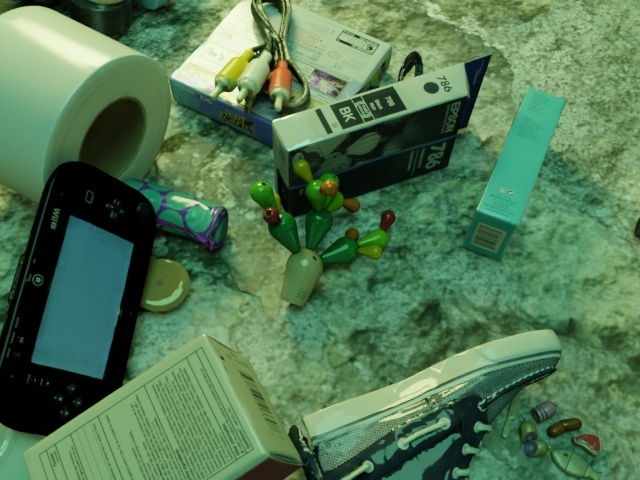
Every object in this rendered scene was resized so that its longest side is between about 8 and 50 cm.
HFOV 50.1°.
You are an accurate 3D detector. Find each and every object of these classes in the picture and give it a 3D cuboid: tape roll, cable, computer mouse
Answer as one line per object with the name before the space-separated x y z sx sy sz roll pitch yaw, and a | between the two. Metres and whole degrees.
tape roll | -0.343 -0.167 0.923 0.169 0.246 0.246 27 62 15
cable | -0.067 -0.294 1.036 0.140 0.072 0.287 12 60 -1
computer mouse | 0.099 -0.229 1.076 0.041 0.071 0.242 -8 31 43

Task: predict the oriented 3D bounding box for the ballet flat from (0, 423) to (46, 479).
ballet flat | -0.455 0.171 0.783 0.400 0.139 0.139 35 64 17

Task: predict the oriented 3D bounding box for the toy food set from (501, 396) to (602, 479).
toy food set | 0.288 0.235 0.831 0.122 0.019 0.078 21 61 11

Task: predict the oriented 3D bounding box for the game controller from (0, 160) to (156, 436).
game controller | -0.286 0.069 0.813 0.067 0.166 0.319 -3 67 25

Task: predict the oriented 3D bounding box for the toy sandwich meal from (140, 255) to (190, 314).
toy sandwich meal | -0.216 0.061 0.916 0.086 0.029 0.085 2 61 -3

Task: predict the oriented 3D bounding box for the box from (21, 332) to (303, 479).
box | -0.161 0.231 0.720 0.232 0.127 0.148 -33 63 1

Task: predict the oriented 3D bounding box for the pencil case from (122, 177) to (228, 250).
pencil case | -0.206 -0.036 0.953 0.152 0.064 0.070 16 44 8

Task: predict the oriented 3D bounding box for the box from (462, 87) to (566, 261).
box | 0.279 -0.098 0.984 0.060 0.100 0.244 22 61 12

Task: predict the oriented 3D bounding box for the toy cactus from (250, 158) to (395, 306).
toy cactus | 0.000 0.000 0.905 0.112 0.219 0.180 16 87 50

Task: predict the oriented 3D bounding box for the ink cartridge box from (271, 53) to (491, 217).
ink cartridge box | 0.096 -0.146 0.970 0.333 0.165 0.065 -21 62 -12

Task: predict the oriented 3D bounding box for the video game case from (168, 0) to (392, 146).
video game case | -0.060 -0.268 1.098 0.270 0.061 0.244 27 61 13

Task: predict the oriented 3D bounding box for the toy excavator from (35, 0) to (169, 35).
toy excavator | -0.266 -0.551 1.193 0.433 0.222 0.445 31 54 14

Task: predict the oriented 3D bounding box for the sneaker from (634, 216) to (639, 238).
sneaker | 0.534 -0.065 0.992 0.082 0.069 0.209 38 65 15

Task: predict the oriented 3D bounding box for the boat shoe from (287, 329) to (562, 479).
boat shoe | 0.145 0.230 0.782 0.341 0.127 0.158 -21 66 -4
